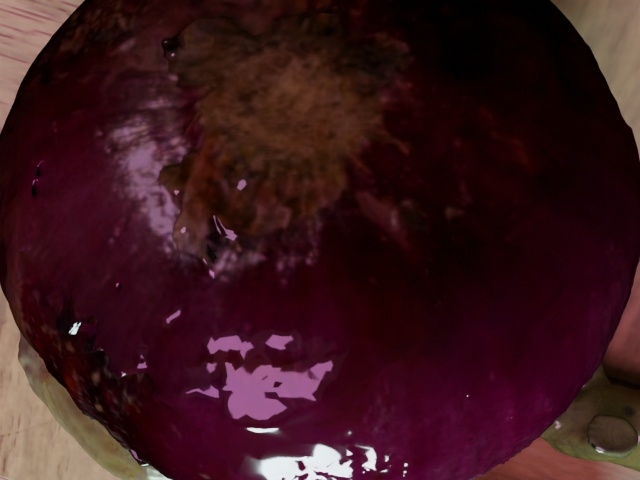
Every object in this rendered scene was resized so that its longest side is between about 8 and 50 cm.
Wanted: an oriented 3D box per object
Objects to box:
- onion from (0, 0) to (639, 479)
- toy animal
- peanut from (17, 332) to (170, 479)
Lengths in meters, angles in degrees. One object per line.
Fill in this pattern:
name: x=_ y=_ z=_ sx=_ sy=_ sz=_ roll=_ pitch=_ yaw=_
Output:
onion: x=0.000 y=0.000 z=0.690 sx=0.347 sy=0.348 sz=0.385 roll=11 pitch=161 yaw=7
toy animal: x=0.214 y=0.129 z=0.845 sx=0.218 sy=0.103 sz=0.101 roll=15 pitch=151 yaw=-2
peanut: x=-0.079 y=0.126 z=0.875 sx=0.313 sy=0.152 sz=0.152 roll=28 pitch=127 yaw=-9
